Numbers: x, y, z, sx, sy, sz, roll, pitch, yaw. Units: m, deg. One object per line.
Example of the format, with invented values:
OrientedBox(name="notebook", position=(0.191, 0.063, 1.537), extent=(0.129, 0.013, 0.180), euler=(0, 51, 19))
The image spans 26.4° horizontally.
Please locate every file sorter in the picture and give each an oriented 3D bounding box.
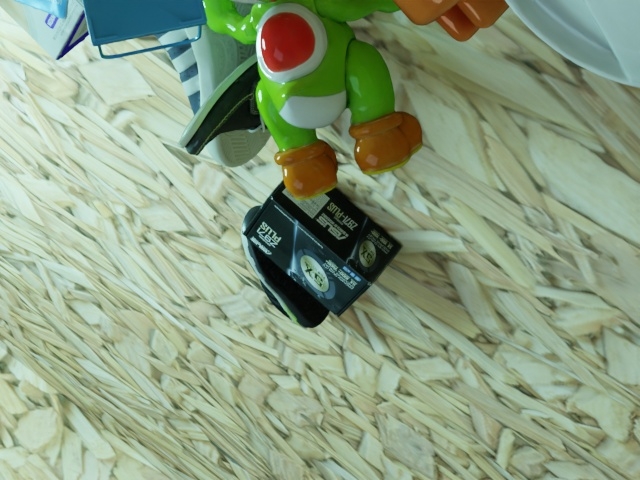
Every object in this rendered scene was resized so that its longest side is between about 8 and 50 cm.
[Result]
OrientedBox(name="file sorter", position=(-0.193, -0.285, 1.420), extent=(0.104, 0.118, 0.170), euler=(131, 126, -82))

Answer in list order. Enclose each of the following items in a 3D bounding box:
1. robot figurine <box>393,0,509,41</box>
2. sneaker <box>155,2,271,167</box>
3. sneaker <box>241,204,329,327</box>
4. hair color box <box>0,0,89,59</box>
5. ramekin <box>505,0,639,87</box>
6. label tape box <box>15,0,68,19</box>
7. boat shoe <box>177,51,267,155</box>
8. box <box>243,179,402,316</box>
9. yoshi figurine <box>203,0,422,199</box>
OrientedBox(name="robot figurine", position=(0.091, -0.289, 1.254), extent=(0.219, 0.128, 0.158), euler=(46, -164, -9))
OrientedBox(name="sneaker", position=(-0.144, -0.246, 1.638), extent=(0.148, 0.131, 0.350), euler=(30, 146, 34))
OrientedBox(name="sneaker", position=(-0.072, 0.044, 1.999), extent=(0.097, 0.084, 0.235), euler=(14, 142, 44))
OrientedBox(name="hair color box", position=(-0.408, -0.410, 1.744), extent=(0.339, 0.110, 0.185), euler=(46, 153, -5))
OrientedBox(name="ramekin", position=(0.261, -0.259, 1.074), extent=(0.272, 0.127, 0.273), euler=(30, 151, 19))
OrientedBox(name="label tape box", position=(-0.393, -0.436, 1.514), extent=(0.249, 0.115, 0.348), euler=(24, 118, 34))
OrientedBox(name="boat shoe", position=(-0.072, -0.161, 1.536), extent=(0.079, 0.233, 0.084), euler=(45, 140, 0))
OrientedBox(name="box", position=(0.000, 0.000, 1.848), extent=(0.180, 0.077, 0.147), euler=(41, 154, 0))
OrientedBox(name="yoshi figurine", position=(-0.026, -0.241, 1.415), extent=(0.203, 0.203, 0.362), euler=(9, 126, 58))
